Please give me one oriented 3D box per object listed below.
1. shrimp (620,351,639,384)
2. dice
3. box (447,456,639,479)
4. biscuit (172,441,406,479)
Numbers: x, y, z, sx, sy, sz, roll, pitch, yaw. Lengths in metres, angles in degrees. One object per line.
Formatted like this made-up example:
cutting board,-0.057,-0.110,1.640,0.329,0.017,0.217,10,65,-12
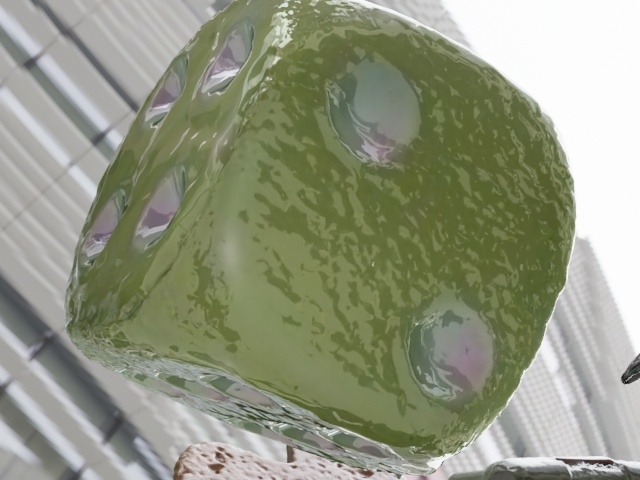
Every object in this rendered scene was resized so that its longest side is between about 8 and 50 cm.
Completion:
shrimp,0.381,0.183,1.337,0.198,0.051,0.261,5,-95,19
dice,0.000,0.000,0.923,0.254,0.249,0.252,27,-15,-21
box,0.228,0.280,1.339,0.210,0.147,0.129,7,-13,-29
biscuit,-0.033,0.271,1.498,0.277,0.262,0.052,7,-67,-22
